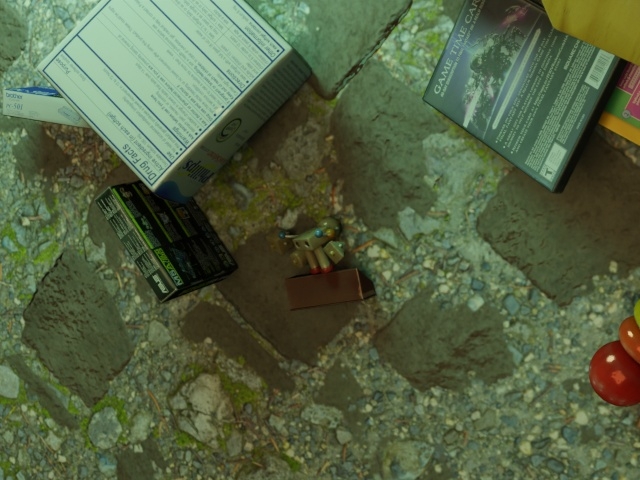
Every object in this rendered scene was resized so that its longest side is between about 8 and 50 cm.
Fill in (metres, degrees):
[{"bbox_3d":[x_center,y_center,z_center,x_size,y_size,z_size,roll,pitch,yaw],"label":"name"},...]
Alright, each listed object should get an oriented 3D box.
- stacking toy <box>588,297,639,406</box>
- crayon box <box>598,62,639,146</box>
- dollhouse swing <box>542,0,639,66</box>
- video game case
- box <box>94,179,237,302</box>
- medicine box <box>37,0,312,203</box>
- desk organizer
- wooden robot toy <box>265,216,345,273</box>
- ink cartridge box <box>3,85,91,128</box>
[{"bbox_3d":[0.466,0.093,1.556,0.141,0.141,0.330,40,121,15],"label":"stacking toy"},{"bbox_3d":[0.439,-0.258,1.518,0.165,0.081,0.278,33,113,19],"label":"crayon box"},{"bbox_3d":[0.470,-0.388,1.408,0.347,0.315,0.305,28,134,20],"label":"dollhouse swing"},{"bbox_3d":[0.261,-0.213,1.592,0.274,0.026,0.196,43,119,42],"label":"video game case"},{"bbox_3d":[-0.234,-0.008,1.860,0.045,0.184,0.190,-38,83,29],"label":"box"},{"bbox_3d":[-0.211,-0.248,1.769,0.289,0.149,0.263,-45,78,5],"label":"medicine box"},{"bbox_3d":[0.014,0.071,1.826,0.130,0.047,0.050,-10,93,29],"label":"desk organizer"},{"bbox_3d":[0.000,0.000,1.812,0.173,0.079,0.076,-1,122,53],"label":"wooden robot toy"},{"bbox_3d":[-0.403,-0.216,1.957,0.207,0.097,0.046,10,105,25],"label":"ink cartridge box"}]
